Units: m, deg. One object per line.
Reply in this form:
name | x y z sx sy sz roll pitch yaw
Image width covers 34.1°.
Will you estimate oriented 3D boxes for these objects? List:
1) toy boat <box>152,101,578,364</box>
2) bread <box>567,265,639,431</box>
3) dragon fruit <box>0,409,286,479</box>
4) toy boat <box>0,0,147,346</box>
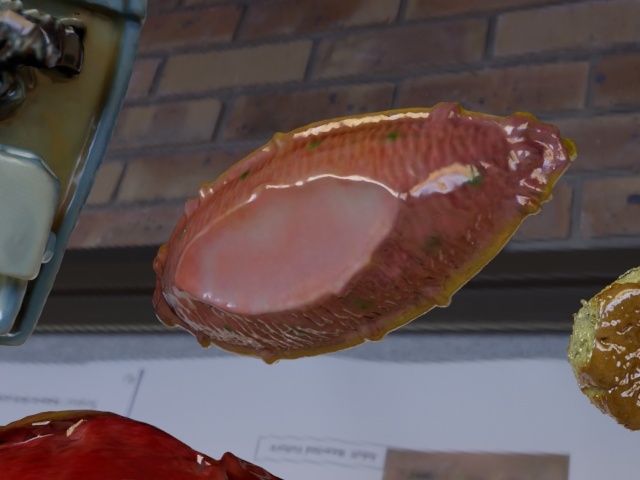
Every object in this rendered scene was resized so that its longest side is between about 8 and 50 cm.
toy boat | -0.002 0.000 0.644 0.318 0.141 0.099 -20 174 30
bread | 0.296 0.094 0.961 0.128 0.140 0.069 55 176 3
dragon fruit | -0.084 0.203 0.360 0.277 0.278 0.342 8 -177 8
toy boat | -0.197 -0.094 0.661 0.145 0.332 0.133 15 -175 -24
